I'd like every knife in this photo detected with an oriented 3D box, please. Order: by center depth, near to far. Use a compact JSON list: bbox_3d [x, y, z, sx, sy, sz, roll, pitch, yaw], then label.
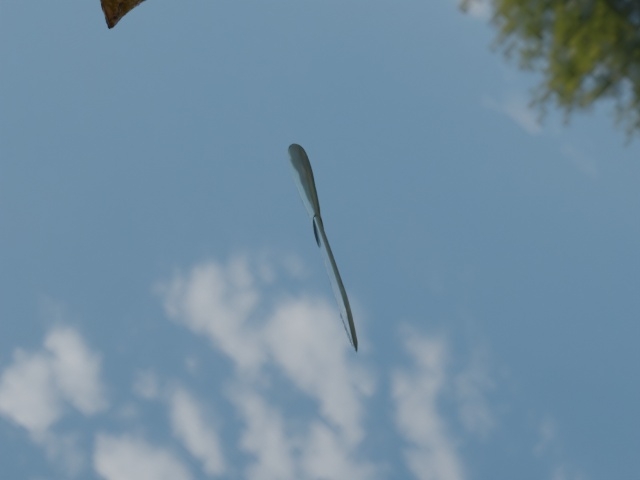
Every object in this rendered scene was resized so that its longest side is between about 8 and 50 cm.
[{"bbox_3d":[0.000,0.000,1.456,0.019,0.044,0.313,-9,-152,-4],"label":"knife"}]

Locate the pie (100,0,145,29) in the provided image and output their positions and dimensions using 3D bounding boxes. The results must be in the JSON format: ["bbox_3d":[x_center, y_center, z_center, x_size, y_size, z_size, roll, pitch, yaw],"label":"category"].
[{"bbox_3d":[-0.171,-0.303,1.968,0.034,0.170,0.092,42,161,47],"label":"pie"}]
